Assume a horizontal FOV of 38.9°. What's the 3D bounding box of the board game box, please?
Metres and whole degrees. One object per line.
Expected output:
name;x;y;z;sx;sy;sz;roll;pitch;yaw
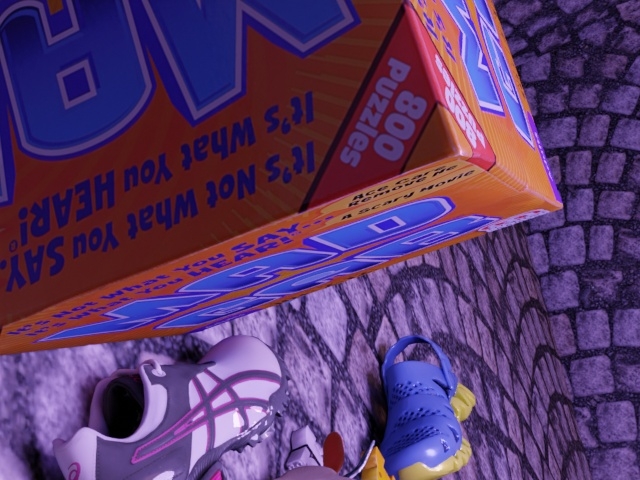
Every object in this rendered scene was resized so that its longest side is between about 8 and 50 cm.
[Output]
board game box;-0.074;-0.143;0.655;0.356;0.356;0.356;6;66;-68

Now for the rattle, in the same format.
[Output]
rattle;0.000;0.272;0.828;0.200;0.130;0.143;-14;83;-79

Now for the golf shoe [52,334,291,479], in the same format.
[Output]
golf shoe;-0.104;0.129;0.705;0.120;0.105;0.273;57;22;-13

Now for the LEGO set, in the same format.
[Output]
LEGO set;0.052;0.296;0.929;0.227;0.087;0.093;59;20;-10

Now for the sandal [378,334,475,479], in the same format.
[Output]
sandal;0.122;0.220;1.185;0.138;0.126;0.317;64;13;-6

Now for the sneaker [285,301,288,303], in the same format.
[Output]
sneaker;0.000;0.000;1.106;0.092;0.087;0.229;66;19;-5
